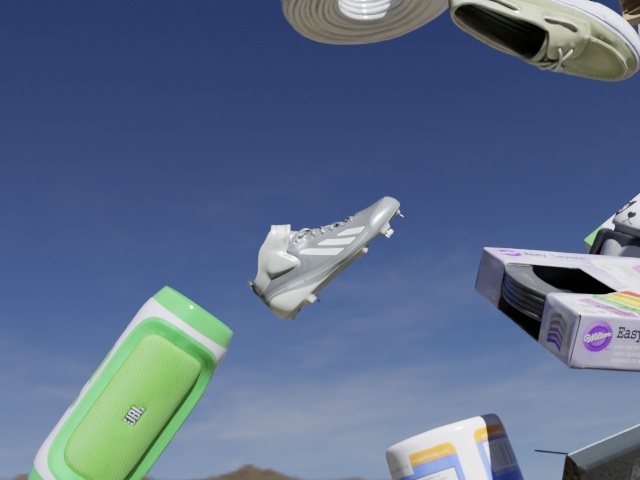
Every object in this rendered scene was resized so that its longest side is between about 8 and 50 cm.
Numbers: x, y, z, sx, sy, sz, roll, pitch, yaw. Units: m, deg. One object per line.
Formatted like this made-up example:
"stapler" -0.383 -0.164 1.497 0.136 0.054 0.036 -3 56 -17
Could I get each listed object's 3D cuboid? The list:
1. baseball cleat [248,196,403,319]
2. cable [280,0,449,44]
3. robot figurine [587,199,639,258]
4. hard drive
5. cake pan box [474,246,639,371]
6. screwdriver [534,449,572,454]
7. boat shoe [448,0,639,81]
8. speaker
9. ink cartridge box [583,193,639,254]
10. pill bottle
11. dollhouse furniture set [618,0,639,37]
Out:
"baseball cleat" 0.000 0.000 1.016 0.206 0.109 0.072 -44 1 -6
"cable" 0.068 -0.361 1.147 0.257 0.089 0.257 -13 -16 17
"robot figurine" 0.587 0.062 1.518 0.209 0.278 0.173 19 5 18
"hard drive" 0.287 0.219 0.789 0.135 0.022 0.094 -16 -56 -20
"cake pan box" 0.340 0.078 0.972 0.266 0.070 0.246 4 13 -13
"screwdriver" 0.493 0.428 1.663 0.024 0.025 0.170 -39 10 -33
"boat shoe" 0.293 -0.271 1.107 0.302 0.094 0.109 20 -30 -13
"speaker" -0.240 0.209 1.069 0.131 0.296 0.131 34 -7 5
"ink cartridge box" 0.671 -0.002 1.740 0.219 0.092 0.160 -39 -43 -3
"pill bottle" 0.188 0.358 0.992 0.152 0.272 0.152 -16 -18 -5
"dollhouse furniture set" 0.480 -0.361 1.168 0.144 0.151 0.123 -12 -52 29
